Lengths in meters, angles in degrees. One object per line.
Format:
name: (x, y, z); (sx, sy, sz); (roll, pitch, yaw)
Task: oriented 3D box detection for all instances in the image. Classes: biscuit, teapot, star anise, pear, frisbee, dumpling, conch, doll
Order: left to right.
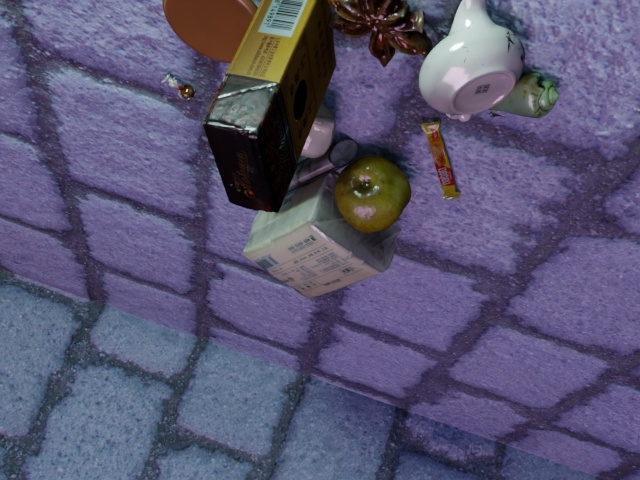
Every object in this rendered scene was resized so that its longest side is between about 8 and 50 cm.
doll: (-0.354, -0.386, 1.929); (0.058, 0.040, 0.085); (8, 152, 41)
frisbee: (-0.235, -0.484, 1.700); (0.250, 0.021, 0.251); (16, 152, 9)
dumpling: (-0.056, -0.271, 1.843); (0.179, 0.131, 0.252); (10, 174, -3)
pear: (0.128, -0.117, 1.941); (0.200, 0.200, 0.200); (15, 151, 8)
star anise: (0.114, -0.435, 1.499); (0.214, 0.099, 0.220); (18, 161, 34)
biscuit: (0.296, -0.194, 1.873); (0.048, 0.026, 0.292); (-12, 143, 14)
teapot: (0.286, -0.333, 1.512); (0.166, 0.208, 0.300); (63, 163, 11)
conch: (0.406, -0.299, 1.576); (0.170, 0.079, 0.106); (1, 133, 37)

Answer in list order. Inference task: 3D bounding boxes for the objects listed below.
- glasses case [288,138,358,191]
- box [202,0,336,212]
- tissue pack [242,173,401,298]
glasses case: (-0.029, -0.185, 2.010); (0.299, 0.114, 0.060); (-20, 107, 50)
box: (-0.087, -0.294, 1.522); (0.115, 0.415, 0.264); (13, 151, 12)
tissue pack: (0.000, 0.000, 2.203); (0.297, 0.207, 0.380); (36, 147, -24)
